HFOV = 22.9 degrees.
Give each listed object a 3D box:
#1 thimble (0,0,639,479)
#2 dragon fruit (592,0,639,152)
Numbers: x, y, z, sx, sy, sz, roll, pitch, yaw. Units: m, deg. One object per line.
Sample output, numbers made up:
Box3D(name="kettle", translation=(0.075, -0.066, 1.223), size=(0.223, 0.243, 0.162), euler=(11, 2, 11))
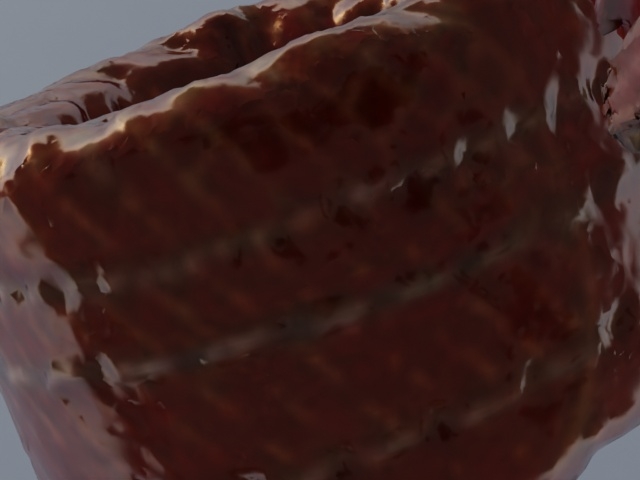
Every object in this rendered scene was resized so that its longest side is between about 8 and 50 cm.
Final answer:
Box3D(name="thimble", translation=(0.000, 0.000, 0.767), size=(0.350, 0.350, 0.231), euler=(-20, -76, -7))
Box3D(name="dragon fruit", translation=(0.174, -0.088, 0.325), size=(0.252, 0.241, 0.241), euler=(-6, -99, 17))
